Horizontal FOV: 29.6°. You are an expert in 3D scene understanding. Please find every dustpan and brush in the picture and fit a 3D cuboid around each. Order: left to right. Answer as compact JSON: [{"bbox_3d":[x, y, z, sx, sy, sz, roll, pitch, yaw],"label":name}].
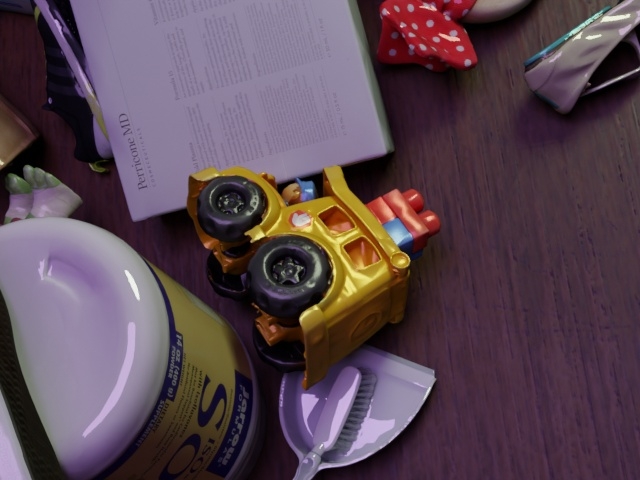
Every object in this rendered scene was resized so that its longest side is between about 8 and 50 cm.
[{"bbox_3d":[0.006,0.194,1.182,0.147,0.060,0.211,19,77,23],"label":"dustpan and brush"}]

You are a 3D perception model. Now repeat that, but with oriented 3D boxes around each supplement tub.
[{"bbox_3d":[-0.198,0.138,1.117,0.241,0.331,0.241,-6,70,16],"label":"supplement tub"}]

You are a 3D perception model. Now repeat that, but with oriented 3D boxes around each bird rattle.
[{"bbox_3d":[0.147,-0.302,1.287,0.207,0.143,0.253,-12,70,-5],"label":"bird rattle"}]

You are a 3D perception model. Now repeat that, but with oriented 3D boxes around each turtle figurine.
[{"bbox_3d":[-0.394,0.032,1.283,0.274,0.198,0.266,26,71,8],"label":"turtle figurine"}]

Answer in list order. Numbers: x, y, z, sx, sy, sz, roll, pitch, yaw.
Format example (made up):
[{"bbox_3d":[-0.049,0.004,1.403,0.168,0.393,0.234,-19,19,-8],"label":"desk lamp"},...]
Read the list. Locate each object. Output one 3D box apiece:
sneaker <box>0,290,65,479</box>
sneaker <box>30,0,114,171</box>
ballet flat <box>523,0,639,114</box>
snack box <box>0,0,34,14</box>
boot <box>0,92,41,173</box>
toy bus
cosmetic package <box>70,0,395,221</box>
[{"bbox_3d":[-0.296,0.102,0.917,0.123,0.106,0.290,-26,67,5],"label":"sneaker"},{"bbox_3d":[-0.291,-0.188,1.382,0.097,0.084,0.235,-30,81,18],"label":"sneaker"},{"bbox_3d":[0.319,-0.220,1.233,0.248,0.086,0.086,-39,65,3],"label":"ballet flat"},{"bbox_3d":[-0.338,-0.438,1.517,0.187,0.060,0.322,13,75,21],"label":"snack box"},{"bbox_3d":[-0.431,-0.205,1.404,0.269,0.236,0.089,45,124,-9],"label":"boot"},{"bbox_3d":[0.000,0.000,1.194,0.211,0.149,0.220,-31,62,-16],"label":"toy bus"},{"bbox_3d":[-0.107,-0.237,1.269,0.284,0.097,0.377,-14,95,10],"label":"cosmetic package"}]
